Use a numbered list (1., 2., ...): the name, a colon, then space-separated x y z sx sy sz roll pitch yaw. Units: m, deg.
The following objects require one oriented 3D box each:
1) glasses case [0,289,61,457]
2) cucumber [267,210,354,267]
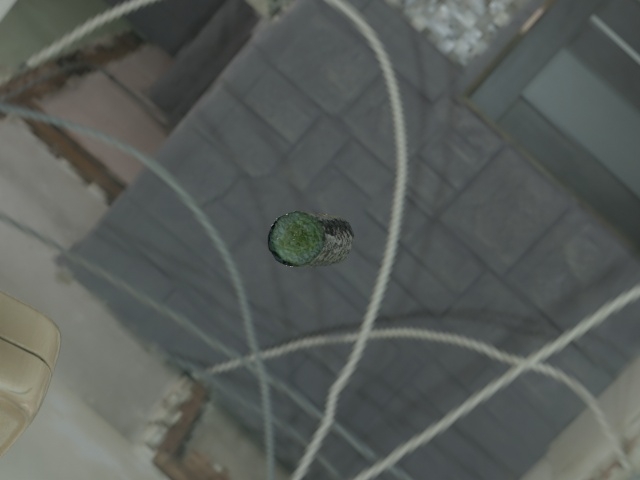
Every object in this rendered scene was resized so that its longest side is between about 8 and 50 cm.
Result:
1. glasses case: -0.335 0.038 0.842 0.336 0.144 0.076 29 -139 -19
2. cucumber: 0.000 0.000 0.787 0.032 0.032 0.133 45 -173 8
